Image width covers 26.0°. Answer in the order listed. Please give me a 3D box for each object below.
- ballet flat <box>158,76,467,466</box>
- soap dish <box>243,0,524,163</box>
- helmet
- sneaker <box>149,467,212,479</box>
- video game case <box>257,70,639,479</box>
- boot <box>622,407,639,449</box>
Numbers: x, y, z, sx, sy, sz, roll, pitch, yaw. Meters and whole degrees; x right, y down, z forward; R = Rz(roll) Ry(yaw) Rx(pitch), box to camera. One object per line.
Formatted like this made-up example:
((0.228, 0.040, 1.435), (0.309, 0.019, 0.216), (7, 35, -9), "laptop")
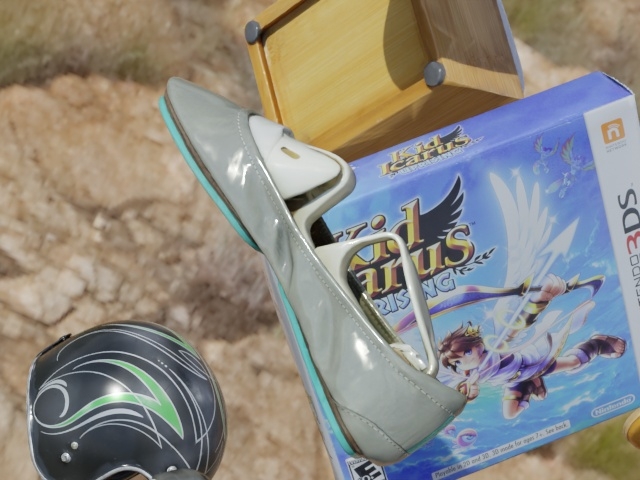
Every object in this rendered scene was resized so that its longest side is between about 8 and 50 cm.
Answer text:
((0.000, 0.000, 0.638), (0.213, 0.068, 0.072), (61, 12, 17), "ballet flat")
((0.054, -0.187, 1.421), (0.118, 0.291, 0.229), (4, 66, -45), "soap dish")
((-0.163, 0.154, 1.218), (0.162, 0.169, 0.169), (-9, 46, 4), "helmet")
((-0.167, 0.371, 0.904), (0.257, 0.169, 0.447), (0, 66, -12), "sneaker")
((0.109, 0.041, 0.971), (0.269, 0.244, 0.061), (-21, 26, -6), "video game case")
((0.479, 0.252, 1.429), (0.295, 0.104, 0.211), (-4, 49, -5), "boot")
